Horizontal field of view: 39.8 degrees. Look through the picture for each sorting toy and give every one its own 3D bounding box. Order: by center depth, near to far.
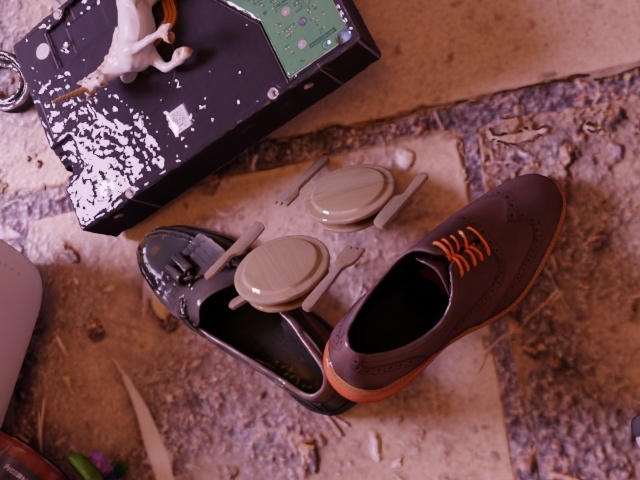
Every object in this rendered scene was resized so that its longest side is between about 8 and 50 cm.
[{"bbox_3d":[-0.193,0.229,0.836,0.042,0.061,0.102,-40,107,-24],"label":"sorting toy"}]

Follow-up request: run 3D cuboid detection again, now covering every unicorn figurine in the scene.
[{"bbox_3d":[-0.174,-0.195,0.832,0.111,0.060,0.162,-3,68,35],"label":"unicorn figurine"}]

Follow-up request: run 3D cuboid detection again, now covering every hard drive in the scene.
[{"bbox_3d":[-0.134,-0.186,0.872,0.339,0.064,0.237,-33,71,19],"label":"hard drive"}]

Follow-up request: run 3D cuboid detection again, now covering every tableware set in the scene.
[{"bbox_3d":[0.000,0.000,0.796,0.128,0.039,0.194,14,49,37],"label":"tableware set"}]

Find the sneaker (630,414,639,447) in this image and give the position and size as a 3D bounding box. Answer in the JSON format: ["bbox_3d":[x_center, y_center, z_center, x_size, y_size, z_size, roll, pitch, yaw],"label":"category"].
[{"bbox_3d":[0.365,0.218,0.656,0.270,0.090,0.145,9,79,15],"label":"sneaker"}]

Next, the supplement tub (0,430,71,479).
[{"bbox_3d":[-0.321,0.279,0.799,0.106,0.106,0.198,23,58,19],"label":"supplement tub"}]

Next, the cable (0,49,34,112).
[{"bbox_3d":[-0.448,-0.213,0.994,0.287,0.072,0.139,38,96,19],"label":"cable"}]

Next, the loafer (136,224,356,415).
[{"bbox_3d":[-0.074,0.062,0.820,0.267,0.084,0.096,34,92,20],"label":"loafer"}]

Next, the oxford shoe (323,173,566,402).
[{"bbox_3d":[0.117,0.028,0.736,0.097,0.098,0.271,42,71,15],"label":"oxford shoe"}]

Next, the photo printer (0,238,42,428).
[{"bbox_3d":[-0.407,0.118,0.822,0.107,0.256,0.308,11,81,39],"label":"photo printer"}]
